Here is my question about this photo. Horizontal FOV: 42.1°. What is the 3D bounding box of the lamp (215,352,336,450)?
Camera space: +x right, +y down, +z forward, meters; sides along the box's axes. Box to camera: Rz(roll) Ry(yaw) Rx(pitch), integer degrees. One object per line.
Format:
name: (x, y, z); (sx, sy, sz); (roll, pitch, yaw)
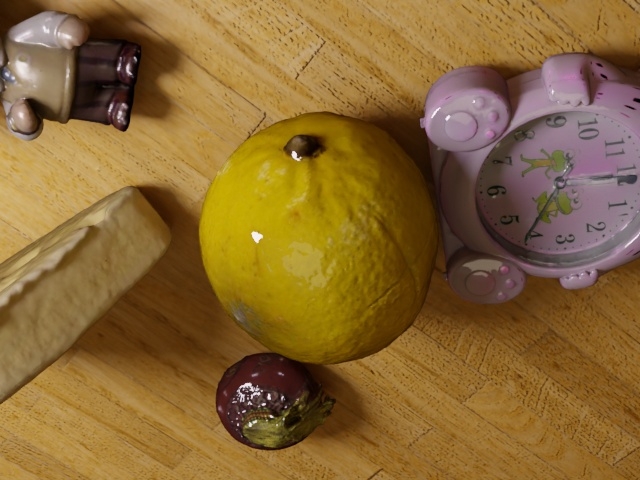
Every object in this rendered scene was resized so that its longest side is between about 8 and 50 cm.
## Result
lamp: (-0.077, 0.244, 1.216); (0.156, 0.135, 0.157); (42, 119, -16)

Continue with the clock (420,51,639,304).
clock: (0.294, -0.078, 0.990); (0.323, 0.113, 0.295); (-7, 119, 11)

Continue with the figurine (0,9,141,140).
figurine: (-0.406, -0.196, 0.963); (0.365, 0.206, 0.218); (17, 135, -4)

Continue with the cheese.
cheese: (-0.389, 0.102, 1.053); (0.384, 0.384, 0.104); (-28, 108, 22)

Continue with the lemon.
lemon: (0.000, 0.000, 0.979); (0.297, 0.297, 0.296); (3, 121, 6)
